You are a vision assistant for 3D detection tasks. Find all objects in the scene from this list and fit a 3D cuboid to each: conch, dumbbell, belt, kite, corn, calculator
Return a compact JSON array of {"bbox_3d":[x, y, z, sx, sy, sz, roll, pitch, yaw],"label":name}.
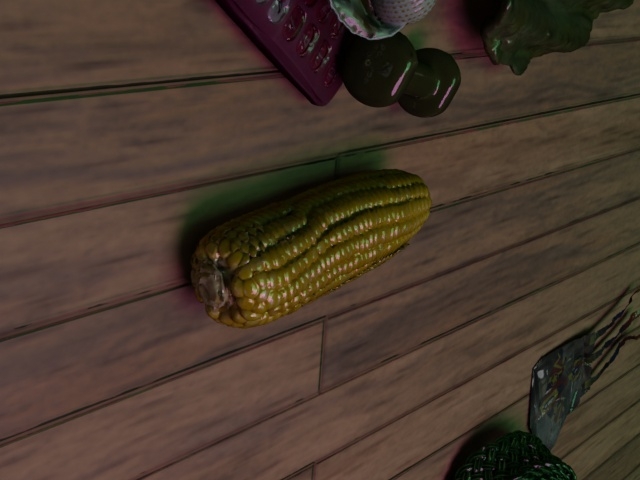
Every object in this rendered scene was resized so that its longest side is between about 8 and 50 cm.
[{"bbox_3d":[0.031,-0.161,0.560,0.076,0.056,0.085,-36,123,-6],"label":"conch"},{"bbox_3d":[0.057,-0.113,0.646,0.118,0.046,0.052,-4,121,-65],"label":"dumbbell"},{"bbox_3d":[0.186,0.252,0.956,0.151,0.079,0.121,-3,118,-38],"label":"belt"},{"bbox_3d":[0.311,0.144,1.105,0.245,0.015,0.141,-33,130,-34],"label":"kite"},{"bbox_3d":[0.000,0.000,0.626,0.203,0.072,0.072,-25,123,-44],"label":"corn"},{"bbox_3d":[-0.015,-0.174,0.564,0.127,0.034,0.190,-63,147,-11],"label":"calculator"}]

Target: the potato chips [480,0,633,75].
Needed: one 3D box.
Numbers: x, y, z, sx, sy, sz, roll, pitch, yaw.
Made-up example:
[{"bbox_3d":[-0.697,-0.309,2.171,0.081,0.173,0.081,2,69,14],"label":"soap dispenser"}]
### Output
[{"bbox_3d":[0.240,-0.336,0.752,0.389,0.097,0.373,-32,129,-37],"label":"potato chips"}]
